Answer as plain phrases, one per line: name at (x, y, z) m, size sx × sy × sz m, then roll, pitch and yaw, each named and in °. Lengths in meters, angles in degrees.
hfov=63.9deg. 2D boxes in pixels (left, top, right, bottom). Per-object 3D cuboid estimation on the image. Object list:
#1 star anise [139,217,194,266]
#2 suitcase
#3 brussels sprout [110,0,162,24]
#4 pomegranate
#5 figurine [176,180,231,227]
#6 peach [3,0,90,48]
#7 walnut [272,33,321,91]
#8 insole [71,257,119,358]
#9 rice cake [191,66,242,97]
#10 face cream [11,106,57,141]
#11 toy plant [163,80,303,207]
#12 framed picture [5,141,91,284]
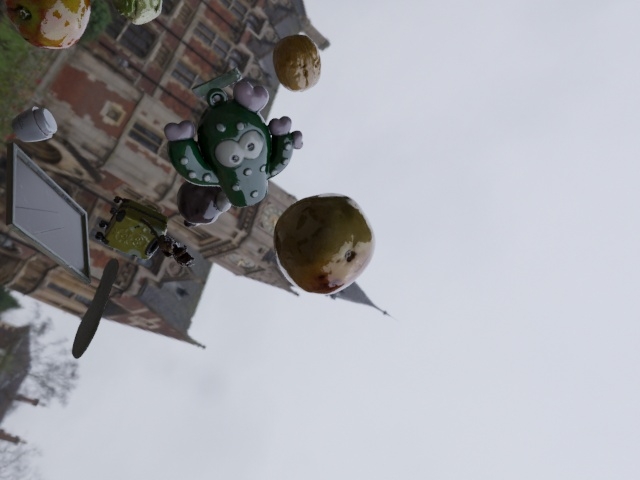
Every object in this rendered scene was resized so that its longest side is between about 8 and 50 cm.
star anise at (-0.558, 0.021, 1.892) m, size 0.234 × 0.177 × 0.073 m, roll 37°, pitch -109°, yaw 22°
suitcase at (-0.723, -0.052, 2.003) m, size 0.194 × 0.234 × 0.143 m, roll -46°, pitch -148°, yaw 31°
brussels sprout at (-0.515, -0.705, 1.426) m, size 0.161 × 0.181 × 0.144 m, roll -33°, pitch 176°, yaw 16°
pomegranate at (0.000, 0.000, 1.489) m, size 0.319 × 0.319 × 0.319 m, roll -33°, pitch -141°, yaw 31°
figurine at (-0.527, -0.147, 2.259) m, size 0.218 × 0.206 × 0.365 m, roll -35°, pitch 177°, yaw -19°
peach at (-0.656, -0.570, 1.254) m, size 0.197 × 0.197 × 0.197 m, roll -33°, pitch -141°, yaw 31°
walnut at (-0.093, -0.703, 2.047) m, size 0.195 × 0.222 × 0.195 m, roll -9°, pitch -151°, yaw 5°
insole at (-0.485, 0.147, 1.106) m, size 0.080 × 0.003 × 0.232 m, roll 21°, pitch -92°, yaw 43°
rice cake at (-0.327, -0.498, 1.628) m, size 0.210 × 0.043 × 0.034 m, roll -8°, pitch -144°, yaw 37°
face cream at (-0.800, -0.323, 1.438) m, size 0.095 × 0.091 × 0.091 m, roll -20°, pitch -142°, yaw -1°
toy plant at (-0.166, -0.185, 1.002) m, size 0.232 × 0.243 × 0.112 m, roll -42°, pitch -141°, yaw 4°
framed picture at (-0.513, -0.043, 0.983) m, size 0.016 × 0.250 × 0.184 m, roll -18°, pitch -118°, yaw -1°
